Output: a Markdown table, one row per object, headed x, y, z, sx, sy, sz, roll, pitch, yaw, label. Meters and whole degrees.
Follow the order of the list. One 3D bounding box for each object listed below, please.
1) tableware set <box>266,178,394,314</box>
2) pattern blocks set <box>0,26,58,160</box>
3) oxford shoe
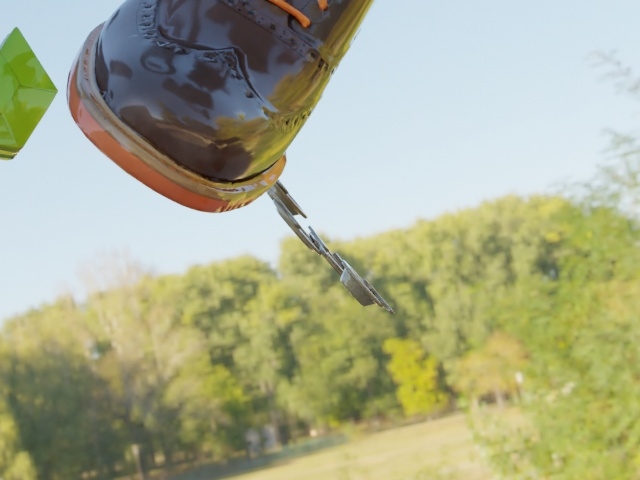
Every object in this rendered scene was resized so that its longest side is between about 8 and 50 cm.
| x | y | z | sx | sy | sz | roll | pitch | yaw | label |
| --- | --- | --- | --- | --- | --- | --- | --- | --- | --- |
| 0.000 | 0.000 | 1.163 | 0.020 | 0.169 | 0.141 | -40 | 30 | 2 | tableware set |
| -0.268 | -0.138 | 0.664 | 0.026 | 0.285 | 0.325 | -35 | 19 | 48 | pattern blocks set |
| -0.027 | -0.099 | 0.547 | 0.098 | 0.097 | 0.271 | -51 | 9 | 27 | oxford shoe |
